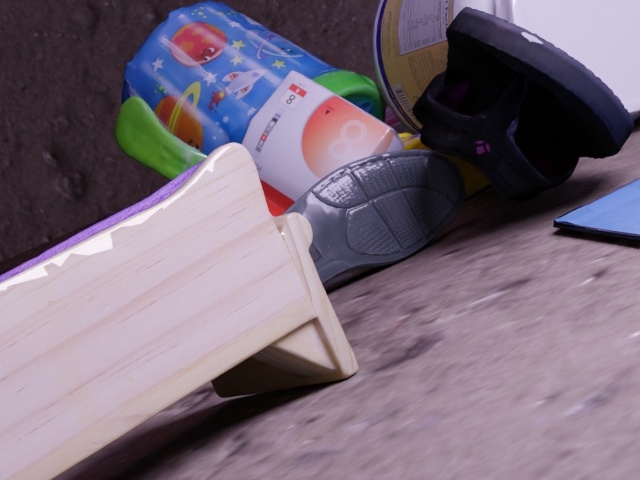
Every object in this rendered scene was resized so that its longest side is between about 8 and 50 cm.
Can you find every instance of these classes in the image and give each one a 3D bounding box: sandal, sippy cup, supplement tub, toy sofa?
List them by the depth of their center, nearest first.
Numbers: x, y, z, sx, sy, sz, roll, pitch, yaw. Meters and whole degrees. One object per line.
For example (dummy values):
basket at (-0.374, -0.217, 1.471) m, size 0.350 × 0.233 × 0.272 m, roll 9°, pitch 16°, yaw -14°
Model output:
toy sofa at (-0.165, 0.086, 1.176) m, size 0.362 × 0.177 × 0.150 m, roll -31°, pitch 10°, yaw -39°
sandal at (0.153, -0.087, 1.580) m, size 0.107 × 0.167 × 0.446 m, roll -58°, pitch -2°, yaw -6°
supplement tub at (0.212, -0.211, 1.867) m, size 0.241 × 0.241 × 0.331 m, roll -27°, pitch 7°, yaw -18°
sippy cup at (-0.087, -0.134, 2.020) m, size 0.240 × 0.224 × 0.305 m, roll -47°, pitch -23°, yaw -5°

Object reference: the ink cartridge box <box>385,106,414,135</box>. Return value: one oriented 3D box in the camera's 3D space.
ink cartridge box at (0.169, -0.164, 2.405) m, size 0.330 × 0.071 × 0.324 m, roll -22°, pitch 7°, yaw 34°

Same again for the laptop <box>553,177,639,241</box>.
laptop at (0.350, -0.184, 1.251) m, size 0.236 × 0.408 × 0.382 m, roll 9°, pitch 2°, yaw -10°

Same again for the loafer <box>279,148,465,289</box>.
loafer at (0.000, 0.000, 1.634) m, size 0.267 × 0.096 × 0.084 m, roll -29°, pitch 2°, yaw -18°

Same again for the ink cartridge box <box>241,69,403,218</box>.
ink cartridge box at (-0.029, -0.063, 1.809) m, size 0.145 × 0.045 × 0.179 m, roll 34°, pitch 79°, yaw 36°

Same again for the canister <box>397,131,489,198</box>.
canister at (0.088, -0.063, 1.879) m, size 0.126 × 0.073 × 0.170 m, roll -29°, pitch 9°, yaw -23°
